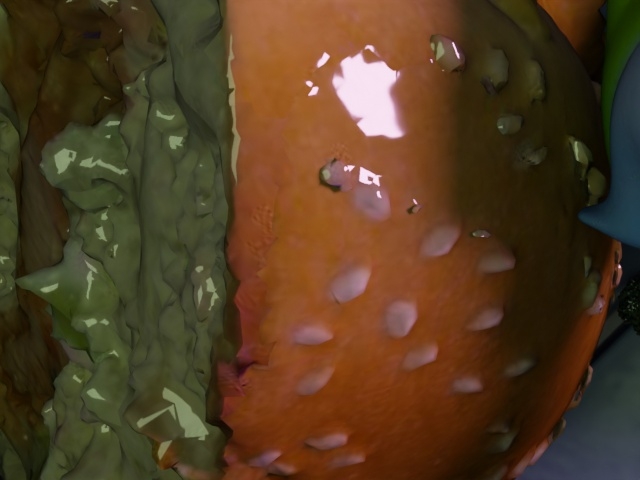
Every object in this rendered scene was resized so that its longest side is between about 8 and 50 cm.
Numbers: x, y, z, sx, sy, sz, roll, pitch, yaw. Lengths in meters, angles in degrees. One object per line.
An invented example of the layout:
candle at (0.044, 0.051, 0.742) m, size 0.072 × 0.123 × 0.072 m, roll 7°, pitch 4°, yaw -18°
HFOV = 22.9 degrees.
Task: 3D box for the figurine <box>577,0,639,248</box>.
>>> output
figurine at (0.174, 0.002, 0.505) m, size 0.162 × 0.143 × 0.263 m, roll -7°, pitch 110°, yaw 30°

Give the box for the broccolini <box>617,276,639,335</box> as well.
broccolini at (0.193, 0.071, 0.749) m, size 0.030 × 0.035 × 0.140 m, roll -44°, pitch 81°, yaw 23°

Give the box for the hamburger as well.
hamburger at (0.000, 0.000, 0.668) m, size 0.268 × 0.287 × 0.445 m, roll 59°, pitch 151°, yaw 35°
